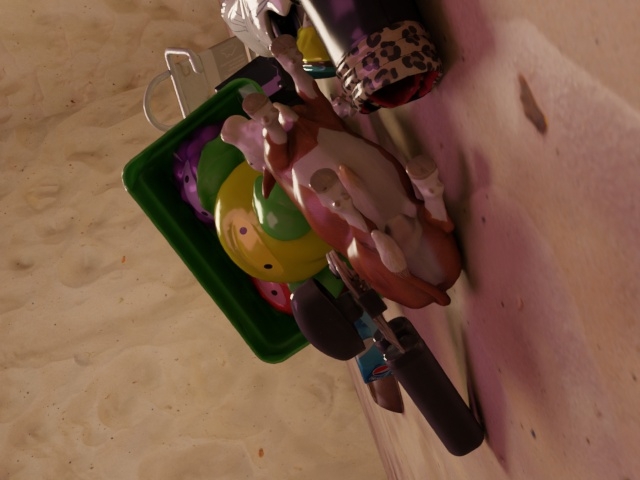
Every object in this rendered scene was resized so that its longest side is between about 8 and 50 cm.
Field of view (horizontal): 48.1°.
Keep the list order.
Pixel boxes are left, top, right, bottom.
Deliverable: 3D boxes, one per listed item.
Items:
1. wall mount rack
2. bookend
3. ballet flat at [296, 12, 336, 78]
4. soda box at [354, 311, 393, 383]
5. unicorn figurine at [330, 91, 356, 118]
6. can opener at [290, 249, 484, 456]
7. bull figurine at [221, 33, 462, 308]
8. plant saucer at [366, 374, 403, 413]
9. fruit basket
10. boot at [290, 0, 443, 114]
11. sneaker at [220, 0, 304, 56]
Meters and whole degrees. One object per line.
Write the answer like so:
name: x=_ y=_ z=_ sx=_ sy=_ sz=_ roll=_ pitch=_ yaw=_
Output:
wall mount rack: x=-0.158 y=-0.266 z=1.404 sx=0.131 sy=0.350 sz=0.304 roll=17 pitch=133 yaw=40
bookend: x=-0.074 y=-0.272 z=1.271 sx=0.157 sy=0.156 sz=0.072 roll=-23 pitch=84 yaw=42
ballet flat: x=0.004 y=-0.205 z=0.725 sx=0.231 sy=0.077 sz=0.077 roll=-119 pitch=27 yaw=-77
soda box: x=0.077 y=0.151 z=1.325 sx=0.067 sy=0.071 sz=0.210 roll=76 pitch=174 yaw=-54
unicorn figurine: x=0.042 y=-0.089 z=0.790 sx=0.111 sy=0.060 sz=0.161 roll=-121 pitch=15 yaw=-52
can opener: x=0.073 y=0.122 z=0.738 sx=0.280 sy=0.093 sz=0.074 roll=50 pitch=-173 yaw=-25
bull figurine: x=0.008 y=-0.064 z=0.650 sx=0.310 sy=0.101 sz=0.188 roll=42 pitch=172 yaw=29
plant saucer: x=0.101 y=0.231 z=1.553 sx=0.310 sy=0.050 sz=0.310 roll=162 pitch=90 yaw=-87
fruit basket: x=-0.074 y=-0.020 z=0.978 sx=0.392 sy=0.283 sz=0.392 roll=50 pitch=-165 yaw=-20
boot: x=0.016 y=-0.179 z=0.556 sx=0.236 sy=0.085 sz=0.178 roll=157 pitch=92 yaw=-85
sneaker: x=-0.072 y=-0.312 z=1.000 sx=0.297 sy=0.111 sz=0.129 roll=99 pitch=146 yaw=-83
